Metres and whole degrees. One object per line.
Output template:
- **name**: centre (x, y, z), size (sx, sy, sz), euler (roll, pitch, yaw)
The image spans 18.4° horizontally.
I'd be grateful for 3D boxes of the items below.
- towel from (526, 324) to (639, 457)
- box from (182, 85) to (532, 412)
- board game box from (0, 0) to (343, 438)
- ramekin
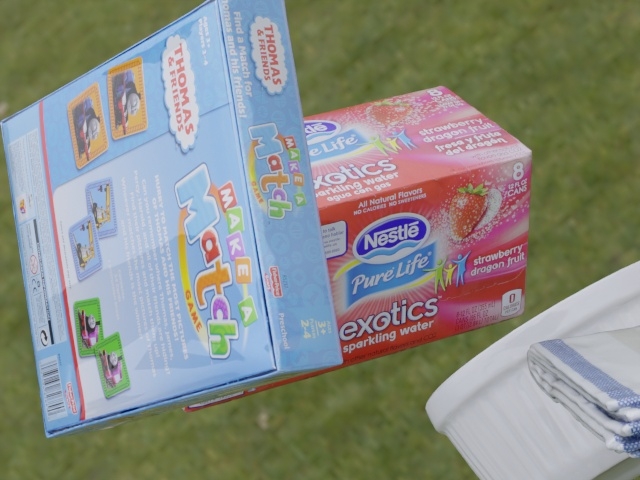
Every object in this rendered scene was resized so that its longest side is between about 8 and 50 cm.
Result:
- **towel**: centre (0.283, 0.075, 1.212), size (0.285, 0.034, 0.209), euler (-9, 10, -8)
- **box**: centre (0.000, 0.000, 1.288), size (0.257, 0.128, 0.122), euler (-15, 34, -23)
- **board game box**: centre (-0.074, -0.004, 0.889), size (0.211, 0.039, 0.160), euler (-20, 77, 55)
- **ramekin**: centre (0.230, 0.124, 1.598), size (0.273, 0.273, 0.127), euler (-33, 74, 14)
